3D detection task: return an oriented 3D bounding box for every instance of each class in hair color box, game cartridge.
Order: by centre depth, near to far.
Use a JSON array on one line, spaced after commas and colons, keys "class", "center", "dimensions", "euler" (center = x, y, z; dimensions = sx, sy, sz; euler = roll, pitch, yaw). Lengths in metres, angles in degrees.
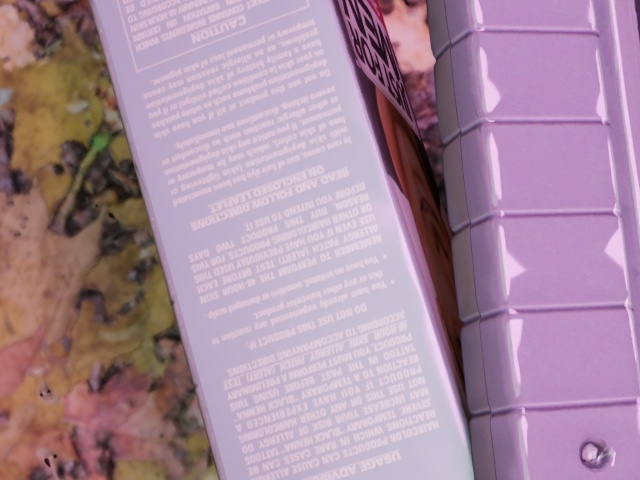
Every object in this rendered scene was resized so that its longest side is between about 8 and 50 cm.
[{"class": "game cartridge", "center": [0.224, -0.015, 0.616], "dimensions": [0.355, 0.068, 0.230], "euler": [-2, 84, -18]}, {"class": "hair color box", "center": [0.000, 0.000, 0.698], "dimensions": [0.114, 0.185, 0.374], "euler": [-19, 77, 11]}]
